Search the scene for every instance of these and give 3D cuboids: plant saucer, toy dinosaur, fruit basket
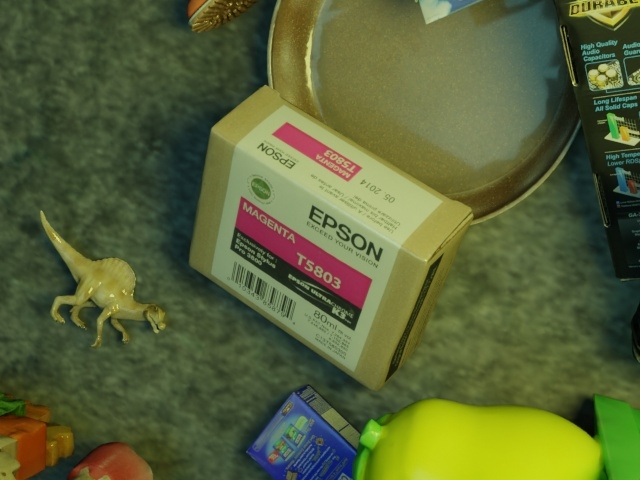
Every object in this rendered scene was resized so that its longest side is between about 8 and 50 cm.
[{"bbox_3d":[0.099,-0.165,1.099,0.311,0.050,0.310,4,100,23],"label":"plant saucer"},{"bbox_3d":[-0.246,0.053,1.292,0.183,0.053,0.092,38,96,6],"label":"toy dinosaur"},{"bbox_3d":[0.207,0.262,0.942,0.392,0.392,0.282,0,98,24],"label":"fruit basket"}]

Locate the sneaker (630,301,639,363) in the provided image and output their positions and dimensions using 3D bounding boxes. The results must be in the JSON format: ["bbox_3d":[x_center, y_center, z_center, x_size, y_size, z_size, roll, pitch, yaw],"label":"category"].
[{"bbox_3d":[0.300,0.057,0.958,0.130,0.109,0.286,-8,130,35],"label":"sneaker"}]

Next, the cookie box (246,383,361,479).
[{"bbox_3d":[-0.006,0.215,1.207,0.107,0.040,0.092,43,114,13],"label":"cookie box"}]

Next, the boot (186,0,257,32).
[{"bbox_3d":[-0.087,-0.277,1.162,0.084,0.059,0.158,47,104,14],"label":"boot"}]

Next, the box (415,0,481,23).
[{"bbox_3d":[0.113,-0.287,1.025,0.109,0.042,0.178,-19,90,25],"label":"box"}]

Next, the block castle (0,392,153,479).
[{"bbox_3d":[-0.405,0.314,1.310,0.453,0.213,0.303,14,107,23],"label":"block castle"}]

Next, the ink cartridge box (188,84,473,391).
[{"bbox_3d":[0.000,0.000,1.105,0.235,0.088,0.193,33,139,17],"label":"ink cartridge box"}]

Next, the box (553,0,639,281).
[{"bbox_3d":[0.350,-0.118,0.927,0.296,0.073,0.293,-7,117,25],"label":"box"}]
